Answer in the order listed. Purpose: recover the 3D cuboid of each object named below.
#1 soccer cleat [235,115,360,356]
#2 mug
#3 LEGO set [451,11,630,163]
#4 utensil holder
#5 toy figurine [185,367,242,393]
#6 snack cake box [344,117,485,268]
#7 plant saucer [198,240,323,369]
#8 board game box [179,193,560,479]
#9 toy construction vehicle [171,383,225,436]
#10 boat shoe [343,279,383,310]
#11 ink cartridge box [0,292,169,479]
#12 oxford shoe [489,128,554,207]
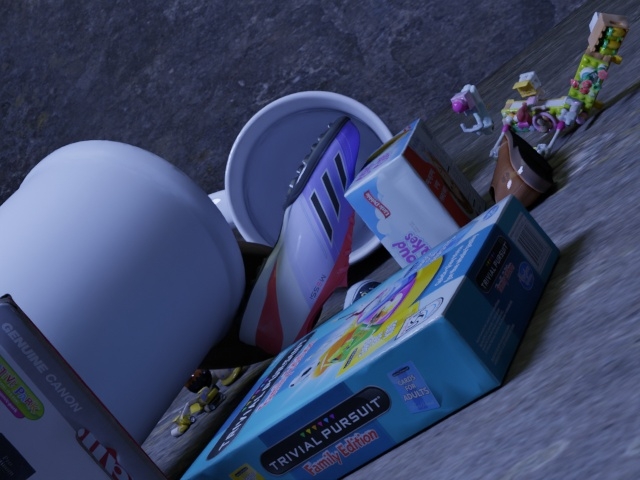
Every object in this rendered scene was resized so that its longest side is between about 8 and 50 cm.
[{"bbox_3d":[0.000,0.000,1.575,0.108,0.116,0.318,21,-89,-81],"label":"soccer cleat"},{"bbox_3d":[-0.042,-0.075,2.010,0.374,0.276,0.328,-15,-2,4],"label":"mug"},{"bbox_3d":[0.301,-0.179,1.619,0.287,0.132,0.107,-24,24,47],"label":"LEGO set"},{"bbox_3d":[-0.308,0.116,1.452,0.327,0.327,0.385,-36,14,37],"label":"utensil holder"},{"bbox_3d":[-0.163,0.145,2.013,0.209,0.148,0.213,-51,13,-33],"label":"toy figurine"},{"bbox_3d":[0.126,-0.051,1.550,0.089,0.152,0.264,-36,6,16],"label":"snack cake box"},{"bbox_3d":[-0.135,0.089,1.722,0.278,0.278,0.041,-37,44,28],"label":"plant saucer"},{"bbox_3d":[0.047,0.117,1.150,0.336,0.079,0.254,-36,7,32],"label":"board game box"},{"bbox_3d":[-0.187,0.249,1.855,0.098,0.035,0.086,-44,7,-33],"label":"toy construction vehicle"},{"bbox_3d":[0.070,0.084,1.388,0.083,0.065,0.183,-24,12,24],"label":"boat shoe"},{"bbox_3d":[-0.237,0.217,1.059,0.272,0.309,0.130,-37,6,19],"label":"ink cartridge box"},{"bbox_3d":[0.237,-0.084,1.518,0.076,0.076,0.212,-50,2,19],"label":"oxford shoe"}]
